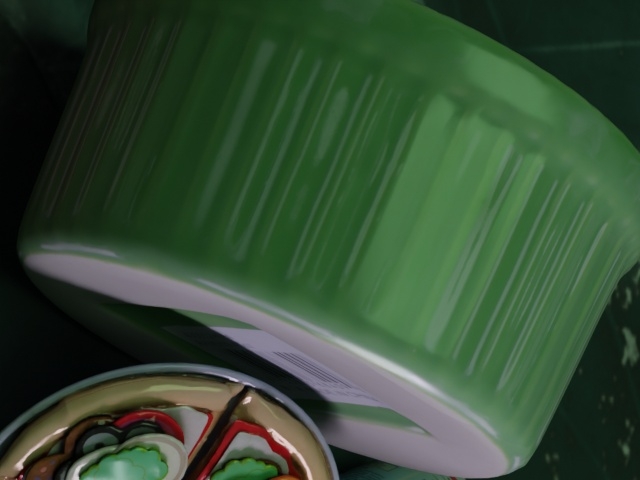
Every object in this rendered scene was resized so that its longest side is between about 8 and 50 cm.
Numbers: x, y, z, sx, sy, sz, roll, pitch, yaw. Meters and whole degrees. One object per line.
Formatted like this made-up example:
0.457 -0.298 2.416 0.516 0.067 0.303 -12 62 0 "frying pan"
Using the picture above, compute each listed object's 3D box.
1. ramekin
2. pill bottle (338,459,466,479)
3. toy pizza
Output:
0.000 0.000 0.894 0.303 0.303 0.148 35 71 -39 "ramekin"
0.013 0.179 1.037 0.160 0.087 0.087 -13 97 -45 "pill bottle"
-0.084 0.150 0.894 0.201 0.032 0.201 -8 121 -14 "toy pizza"
